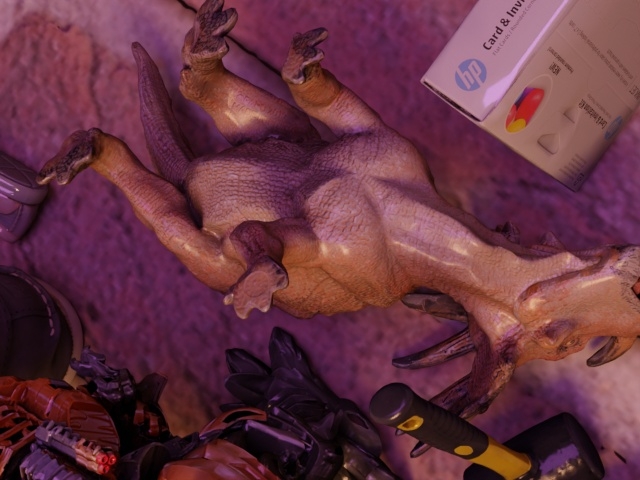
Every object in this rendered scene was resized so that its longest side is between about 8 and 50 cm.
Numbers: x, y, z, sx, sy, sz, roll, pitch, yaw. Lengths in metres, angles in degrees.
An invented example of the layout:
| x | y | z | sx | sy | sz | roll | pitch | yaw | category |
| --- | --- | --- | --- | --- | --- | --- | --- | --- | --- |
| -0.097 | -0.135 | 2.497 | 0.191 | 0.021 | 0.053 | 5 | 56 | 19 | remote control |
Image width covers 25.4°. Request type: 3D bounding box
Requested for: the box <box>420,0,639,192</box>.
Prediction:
| x | y | z | sx | sy | sz | roll | pitch | yaw | category |
| --- | --- | --- | --- | --- | --- | --- | --- | --- | --- |
| 0.135 | -0.118 | 0.618 | 0.038 | 0.145 | 0.186 | 38 | 98 | 26 | box |

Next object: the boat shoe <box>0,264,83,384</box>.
| x | y | z | sx | sy | sz | roll | pitch | yaw | category |
| --- | --- | --- | --- | --- | --- | --- | --- | --- | --- |
| -0.250 | 0.155 | 0.747 | 0.112 | 0.095 | 0.335 | 35 | 97 | 17 | boat shoe |

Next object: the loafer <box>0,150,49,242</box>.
| x | y | z | sx | sy | sz | roll | pitch | yaw | category |
| --- | --- | --- | --- | --- | --- | --- | --- | --- | --- |
| -0.209 | -0.043 | 0.777 | 0.125 | 0.045 | 0.039 | 31 | 107 | 11 | loafer |

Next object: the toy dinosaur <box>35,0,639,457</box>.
| x | y | z | sx | sy | sz | roll | pitch | yaw | category |
| --- | --- | --- | --- | --- | --- | --- | --- | --- | --- |
| 0.000 | 0.000 | 0.670 | 0.295 | 0.200 | 0.127 | 24 | 76 | 44 | toy dinosaur |

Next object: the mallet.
| x | y | z | sx | sy | sz | roll | pitch | yaw | category |
| --- | --- | --- | --- | --- | --- | --- | --- | --- | --- |
| 0.075 | 0.084 | 0.604 | 0.062 | 0.190 | 0.039 | -29 | 62 | 8 | mallet |

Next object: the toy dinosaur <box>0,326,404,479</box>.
| x | y | z | sx | sy | sz | roll | pitch | yaw | category |
| --- | --- | --- | --- | --- | --- | --- | --- | --- | --- |
| -0.055 | 0.140 | 0.622 | 0.322 | 0.218 | 0.164 | 43 | 98 | 15 | toy dinosaur |
